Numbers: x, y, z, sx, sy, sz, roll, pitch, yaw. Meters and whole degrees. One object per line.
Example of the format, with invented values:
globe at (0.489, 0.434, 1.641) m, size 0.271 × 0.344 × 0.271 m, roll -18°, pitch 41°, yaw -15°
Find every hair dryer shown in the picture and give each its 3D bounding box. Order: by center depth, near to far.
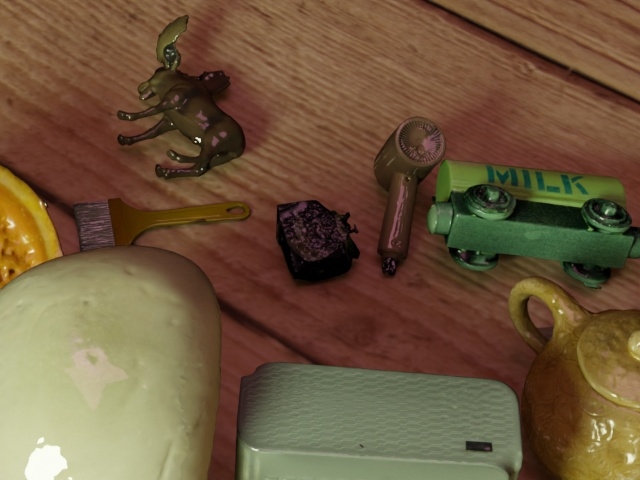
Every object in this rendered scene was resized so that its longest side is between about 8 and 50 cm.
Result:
hair dryer at (0.091, -0.043, 1.627) m, size 0.064 × 0.117 × 0.181 m, roll 15°, pitch 70°, yaw -9°

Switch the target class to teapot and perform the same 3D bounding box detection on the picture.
teapot at (0.298, 0.135, 1.383) m, size 0.203 × 0.167 × 0.311 m, roll -26°, pitch 52°, yaw -24°

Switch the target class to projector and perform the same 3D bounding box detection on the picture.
projector at (0.045, 0.214, 1.292) m, size 0.251 × 0.198 × 0.108 m, roll 3°, pitch 46°, yaw -2°

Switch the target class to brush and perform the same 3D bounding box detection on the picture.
brush at (-0.182, -0.025, 1.638) m, size 0.205 × 0.011 × 0.083 m, roll -7°, pitch 46°, yaw -11°

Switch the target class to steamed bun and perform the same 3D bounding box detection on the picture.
steamed bun at (-0.223, 0.154, 1.241) m, size 0.233 × 0.312 × 0.333 m, roll 9°, pitch 38°, yaw -14°

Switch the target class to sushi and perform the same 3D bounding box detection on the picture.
sushi at (0.000, 0.000, 1.593) m, size 0.085 × 0.056 × 0.083 m, roll -9°, pitch 47°, yaw -11°

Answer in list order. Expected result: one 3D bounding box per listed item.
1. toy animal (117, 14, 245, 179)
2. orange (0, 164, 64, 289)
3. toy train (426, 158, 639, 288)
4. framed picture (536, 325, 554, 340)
toy animal at (-0.167, -0.169, 1.734) m, size 0.186 × 0.093 × 0.214 m, roll -37°, pitch 65°, yaw -27°
orange at (-0.401, 0.058, 1.380) m, size 0.274 × 0.274 × 0.310 m, roll 38°, pitch 90°, yaw 28°
toy train at (0.241, -0.034, 1.607) m, size 0.253 × 0.105 × 0.157 m, roll 5°, pitch 35°, yaw -8°
framed picture at (0.368, 0.154, 1.495) m, size 0.250 × 0.016 × 0.184 m, roll -4°, pitch 47°, yaw -7°
